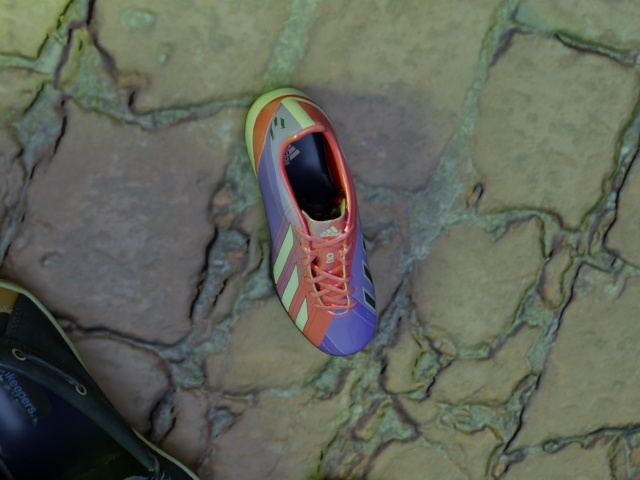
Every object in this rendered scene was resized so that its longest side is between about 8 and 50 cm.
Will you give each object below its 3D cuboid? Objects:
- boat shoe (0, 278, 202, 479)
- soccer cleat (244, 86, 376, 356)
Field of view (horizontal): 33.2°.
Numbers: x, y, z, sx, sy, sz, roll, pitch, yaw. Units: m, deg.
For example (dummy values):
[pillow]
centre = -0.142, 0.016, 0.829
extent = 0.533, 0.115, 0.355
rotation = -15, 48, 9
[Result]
[boat shoe]
centre = -0.238, 0.263, 1.108
extent = 0.187, 0.156, 0.500
rotation = -30, 114, 2
[soccer cleat]
centre = 0.000, 0.000, 1.128
extent = 0.109, 0.116, 0.318
rotation = -19, 115, -11
